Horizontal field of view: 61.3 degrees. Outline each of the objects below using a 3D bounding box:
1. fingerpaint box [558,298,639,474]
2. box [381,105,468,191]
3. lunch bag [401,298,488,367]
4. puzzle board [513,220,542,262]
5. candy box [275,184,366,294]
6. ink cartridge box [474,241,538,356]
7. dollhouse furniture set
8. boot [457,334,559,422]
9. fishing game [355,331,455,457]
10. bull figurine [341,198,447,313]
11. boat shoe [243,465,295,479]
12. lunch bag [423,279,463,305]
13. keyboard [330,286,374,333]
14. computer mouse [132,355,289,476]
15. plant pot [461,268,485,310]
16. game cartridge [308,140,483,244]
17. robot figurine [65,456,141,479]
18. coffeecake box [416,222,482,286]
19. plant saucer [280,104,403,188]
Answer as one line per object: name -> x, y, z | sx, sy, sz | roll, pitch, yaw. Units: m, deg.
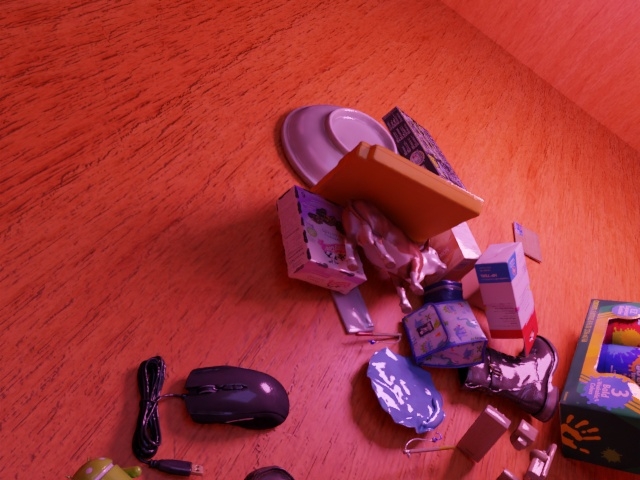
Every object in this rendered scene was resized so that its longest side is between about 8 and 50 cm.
fingerpaint box -> 0.779, 0.317, 1.215 | 0.445, 0.371, 0.163 | -39, 122, -47
box -> 0.306, -0.242, 1.568 | 0.216, 0.060, 0.270 | 15, 43, -52
lunch bag -> 0.261, 0.202, 1.156 | 0.151, 0.096, 0.129 | -9, 36, -2
puzzle board -> 0.637, 0.005, 1.666 | 0.096, 0.011, 0.128 | 27, 42, -11
candy box -> 0.000, 0.000, 1.143 | 0.165, 0.070, 0.196 | 21, 43, -40
ink cartridge box -> 0.431, 0.134, 1.239 | 0.134, 0.078, 0.231 | -32, 110, -52
dollhouse furniture set -> 0.373, 0.395, 1.062 | 0.151, 0.144, 0.123 | 36, 35, 20
boot -> 0.418, 0.271, 1.228 | 0.229, 0.091, 0.263 | 26, 35, -1
fishing game -> 0.165, 0.295, 1.066 | 0.189, 0.041, 0.264 | 8, 44, -39
bull figurine -> 0.159, 0.034, 1.160 | 0.310, 0.101, 0.188 | 34, 34, -28
boat shoe -> 0.000, 0.470, 0.727 | 0.132, 0.130, 0.355 | -9, 59, -39
lunch bag -> 0.283, 0.128, 1.253 | 0.067, 0.098, 0.065 | 14, 65, -27
keyboard -> 0.043, 0.088, 1.187 | 0.072, 0.014, 0.256 | -4, 55, -30
computer mouse -> -0.159, 0.273, 0.845 | 0.262, 0.060, 0.184 | 17, 45, -21
plant pot -> 0.432, 0.108, 1.370 | 0.109, 0.096, 0.109 | 25, 43, -15
game cartridge -> 0.146, -0.088, 1.189 | 0.285, 0.323, 0.053 | 25, 68, -14
robot figurine -> -0.277, 0.334, 0.705 | 0.115, 0.067, 0.101 | 41, 14, 4
coffeecake box -> 0.299, 0.009, 1.331 | 0.068, 0.142, 0.185 | 5, 51, -30
plant saucer -> 0.091, -0.248, 1.450 | 0.400, 0.100, 0.400 | 18, 45, -19
